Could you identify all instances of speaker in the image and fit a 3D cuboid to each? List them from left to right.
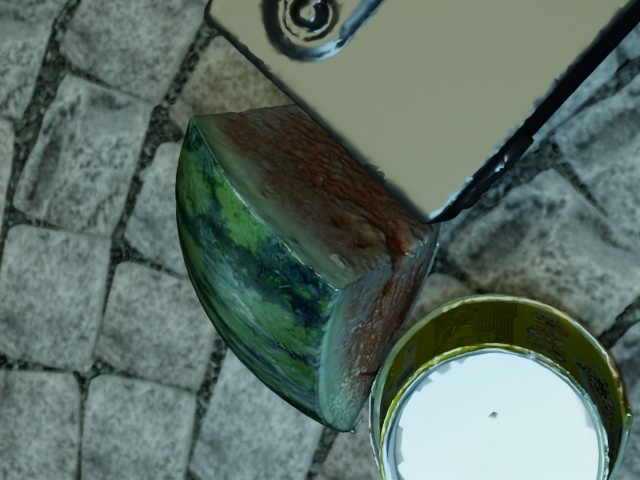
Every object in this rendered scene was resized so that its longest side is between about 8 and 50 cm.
[{"bbox_3d":[0.094,-0.174,1.099,0.232,0.184,0.254,44,99,6],"label":"speaker"}]

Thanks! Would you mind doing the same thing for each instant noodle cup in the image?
[{"bbox_3d":[0.127,0.141,1.098,0.205,0.153,0.205,0,92,9],"label":"instant noodle cup"}]

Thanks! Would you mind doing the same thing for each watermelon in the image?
[{"bbox_3d":[0.000,0.000,1.150,0.201,0.262,0.213,-39,72,-15],"label":"watermelon"}]
